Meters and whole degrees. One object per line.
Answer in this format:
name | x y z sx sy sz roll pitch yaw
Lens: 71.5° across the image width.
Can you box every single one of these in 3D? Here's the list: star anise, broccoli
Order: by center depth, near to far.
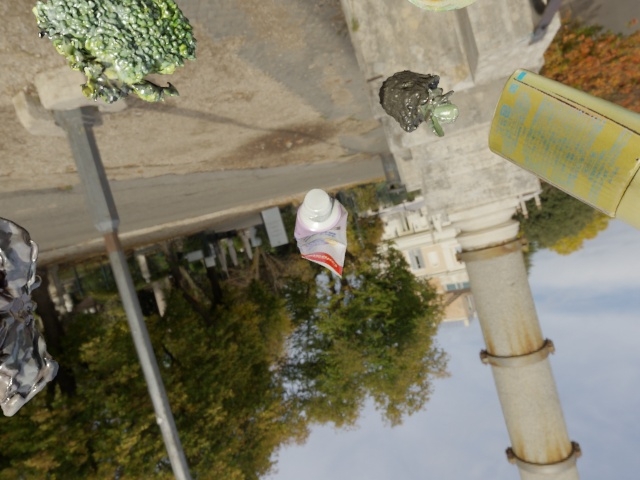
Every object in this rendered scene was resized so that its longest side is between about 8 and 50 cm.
star anise | -0.439 0.109 0.618 0.111 0.257 0.198 -2 162 -6
broccoli | -0.471 -0.487 1.060 0.334 0.324 0.272 -59 -175 -19

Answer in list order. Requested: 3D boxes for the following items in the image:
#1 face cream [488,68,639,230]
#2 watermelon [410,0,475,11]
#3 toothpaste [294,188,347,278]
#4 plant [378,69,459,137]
face cream | 0.364 -0.119 0.600 0.067 0.139 0.285 -27 -130 -23
watermelon | 0.183 -0.577 0.812 0.188 0.321 0.175 -45 -162 -16
toothpaste | 0.000 0.000 0.617 0.075 0.048 0.301 2 163 2
plant | 0.258 -0.362 1.162 0.131 0.203 0.142 -31 149 -20
